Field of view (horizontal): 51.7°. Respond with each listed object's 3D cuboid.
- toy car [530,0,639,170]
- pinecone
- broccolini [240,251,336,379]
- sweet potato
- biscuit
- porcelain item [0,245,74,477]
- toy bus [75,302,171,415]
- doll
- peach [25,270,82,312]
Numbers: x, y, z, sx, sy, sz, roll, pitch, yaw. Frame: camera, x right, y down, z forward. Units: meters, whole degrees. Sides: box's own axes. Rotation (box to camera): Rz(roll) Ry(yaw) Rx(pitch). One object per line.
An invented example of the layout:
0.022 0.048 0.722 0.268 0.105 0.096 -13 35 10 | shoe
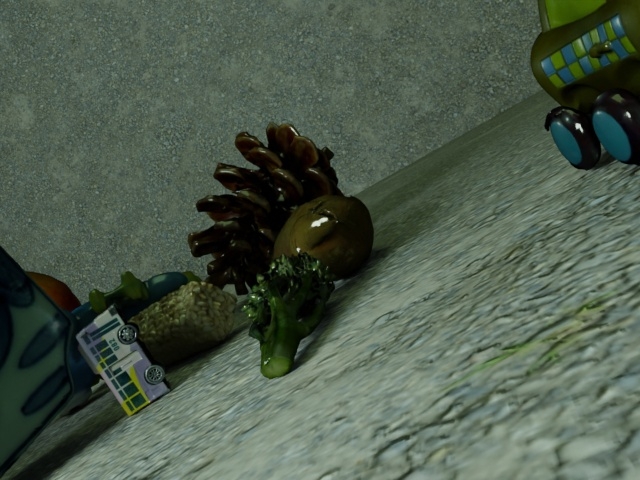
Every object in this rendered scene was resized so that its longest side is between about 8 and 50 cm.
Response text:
0.252 -0.184 0.497 0.204 0.198 0.248 -31 3 0 | toy car
-0.089 -0.048 1.056 0.309 0.244 0.244 -49 14 -32 | pinecone
-0.028 0.052 0.550 0.091 0.068 0.202 -11 5 0 | broccolini
0.003 -0.002 0.787 0.124 0.098 0.310 -38 3 -14 | sweet potato
-0.175 0.109 0.798 0.168 0.082 0.070 -28 41 32 | biscuit
-0.382 0.109 0.564 0.157 0.286 0.281 -24 19 40 | porcelain item
-0.197 0.118 0.658 0.058 0.102 0.052 -34 5 -13 | toy bus
-0.312 0.154 0.898 0.341 0.098 0.346 -36 -14 11 | doll
-0.635 0.218 1.328 0.308 0.308 0.332 -28 21 27 | peach
